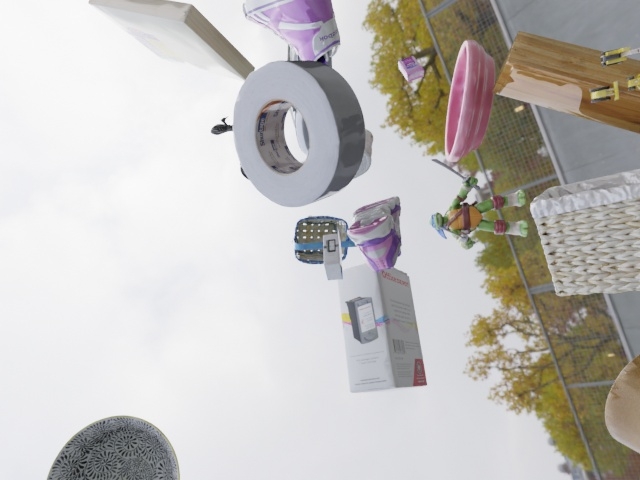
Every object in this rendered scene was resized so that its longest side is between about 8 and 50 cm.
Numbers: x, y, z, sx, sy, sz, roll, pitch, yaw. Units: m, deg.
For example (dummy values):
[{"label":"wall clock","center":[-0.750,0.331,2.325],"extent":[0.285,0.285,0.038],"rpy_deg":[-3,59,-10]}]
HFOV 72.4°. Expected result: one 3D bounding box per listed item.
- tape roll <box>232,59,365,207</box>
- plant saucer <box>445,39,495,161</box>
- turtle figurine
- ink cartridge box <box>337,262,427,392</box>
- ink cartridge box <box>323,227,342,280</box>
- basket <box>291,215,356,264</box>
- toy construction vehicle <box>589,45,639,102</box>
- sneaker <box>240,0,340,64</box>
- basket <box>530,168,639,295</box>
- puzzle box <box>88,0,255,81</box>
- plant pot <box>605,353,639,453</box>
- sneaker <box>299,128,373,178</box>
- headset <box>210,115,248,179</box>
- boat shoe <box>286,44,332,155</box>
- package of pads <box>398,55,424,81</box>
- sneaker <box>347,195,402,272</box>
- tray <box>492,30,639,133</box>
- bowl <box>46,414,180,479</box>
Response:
[{"label":"tape roll","center":[-0.039,-0.166,0.689],"extent":[0.072,0.219,0.219],"rpy_deg":[-27,-85,-47]},{"label":"plant saucer","center":[0.426,-0.391,1.252],"extent":[0.332,0.084,0.332],"rpy_deg":[6,-90,-83]},{"label":"turtle figurine","center":[0.453,-0.080,1.256],"extent":[0.275,0.266,0.198],"rpy_deg":[75,-165,-48]},{"label":"ink cartridge box","center":[0.161,0.230,1.138],"extent":[0.226,0.131,0.306],"rpy_deg":[25,-128,-53]},{"label":"ink cartridge box","center":[0.022,0.022,0.770],"extent":[0.048,0.028,0.083],"rpy_deg":[77,-170,-48]},{"label":"basket","center":[0.000,0.000,1.780],"extent":[0.254,0.289,0.201],"rpy_deg":[-1,-79,-13]},{"label":"toy construction vehicle","center":[0.524,-0.289,0.757],"extent":[0.035,0.098,0.086],"rpy_deg":[-44,-53,-75]},{"label":"sneaker","center":[-0.058,-0.404,0.842],"extent":[0.102,0.282,0.161],"rpy_deg":[-34,-57,-11]},{"label":"basket","center":[0.763,-0.031,1.138],"extent":[0.328,0.331,0.267],"rpy_deg":[-22,-81,-53]},{"label":"puzzle box","center":[-0.410,-0.569,1.215],"extent":[0.052,0.408,0.272],"rpy_deg":[-65,-27,0]},{"label":"plant pot","center":[0.730,0.360,0.809],"extent":[0.237,0.237,0.254],"rpy_deg":[54,177,-21]},{"label":"sneaker","center":[0.010,-0.200,1.160],"extent":[0.108,0.292,0.169],"rpy_deg":[59,-152,-27]},{"label":"headset","center":[-0.256,-0.339,1.606],"extent":[0.394,0.185,0.244],"rpy_deg":[56,-149,-81]},{"label":"boat shoe","center":[-0.055,-0.419,1.240],"extent":[0.135,0.156,0.367],"rpy_deg":[-11,-79,-39]},{"label":"package of pads","center":[0.258,-0.489,1.246],"extent":[0.032,0.050,0.083],"rpy_deg":[68,-175,-49]},{"label":"sneaker","center":[0.115,-0.012,0.829],"extent":[0.105,0.095,0.236],"rpy_deg":[65,-159,-13]},{"label":"tray","center":[0.604,-0.327,0.954],"extent":[0.203,0.410,0.076],"rpy_deg":[-2,-68,-77]},{"label":"bowl","center":[-0.266,0.326,0.590],"extent":[0.080,0.170,0.170],"rpy_deg":[96,169,-69]}]
